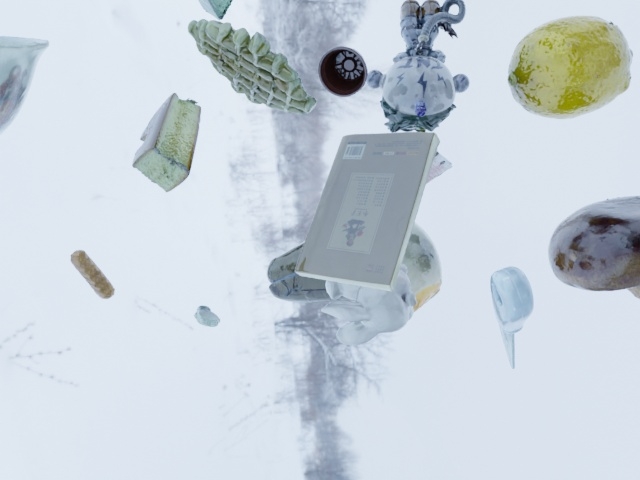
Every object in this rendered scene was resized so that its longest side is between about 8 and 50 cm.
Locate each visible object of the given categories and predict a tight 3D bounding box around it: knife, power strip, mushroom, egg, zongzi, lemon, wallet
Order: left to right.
[{"bbox_3d":[-0.235,0.161,1.176,0.083,0.055,0.035,36,-71,63],"label":"power strip"},{"bbox_3d":[0.000,0.000,1.793,0.174,0.355,0.393,24,62,-76],"label":"zongzi"},{"bbox_3d":[0.218,0.048,1.602,0.201,0.337,0.337,-31,-128,38],"label":"egg"},{"bbox_3d":[0.248,-0.164,1.348,0.020,0.103,0.196,64,19,12],"label":"wallet"},{"bbox_3d":[0.284,0.122,0.881,0.331,0.044,0.080,61,9,-60],"label":"knife"},{"bbox_3d":[0.614,-0.424,1.420,0.245,0.319,0.246,168,-90,-90],"label":"lemon"},{"bbox_3d":[0.713,0.005,1.367,0.345,0.344,0.239,-101,-157,-75],"label":"mushroom"}]

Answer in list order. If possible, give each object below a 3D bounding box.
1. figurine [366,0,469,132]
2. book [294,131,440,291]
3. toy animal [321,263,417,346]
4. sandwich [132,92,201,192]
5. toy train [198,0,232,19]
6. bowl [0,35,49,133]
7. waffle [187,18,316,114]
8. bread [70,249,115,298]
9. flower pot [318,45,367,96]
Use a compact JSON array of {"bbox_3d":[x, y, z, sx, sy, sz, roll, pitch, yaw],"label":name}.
[{"bbox_3d":[0.250,-0.442,1.500,0.186,0.260,0.382,56,35,-58],"label":"figurine"},{"bbox_3d":[0.055,-0.042,0.697,0.016,0.138,0.199,38,65,-49],"label":"book"},{"bbox_3d":[0.091,0.102,1.137,0.193,0.178,0.128,-98,174,-49],"label":"toy animal"},{"bbox_3d":[-0.390,-0.262,1.505,0.122,0.128,0.236,34,45,-33],"label":"sandwich"},{"bbox_3d":[-0.339,-0.733,1.625,0.115,0.154,0.269,-54,176,0],"label":"toy train"},{"bbox_3d":[-0.605,-0.192,0.805,0.435,0.434,0.196,-100,-168,-71],"label":"bowl"},{"bbox_3d":[-0.155,-0.390,1.324,0.056,0.309,0.292,-58,141,-11],"label":"waffle"},{"bbox_3d":[-0.588,0.090,1.493,0.044,0.052,0.157,-54,126,-40],"label":"bread"},{"bbox_3d":[0.058,-0.387,1.299,0.089,0.111,0.111,-62,152,-60],"label":"flower pot"}]
